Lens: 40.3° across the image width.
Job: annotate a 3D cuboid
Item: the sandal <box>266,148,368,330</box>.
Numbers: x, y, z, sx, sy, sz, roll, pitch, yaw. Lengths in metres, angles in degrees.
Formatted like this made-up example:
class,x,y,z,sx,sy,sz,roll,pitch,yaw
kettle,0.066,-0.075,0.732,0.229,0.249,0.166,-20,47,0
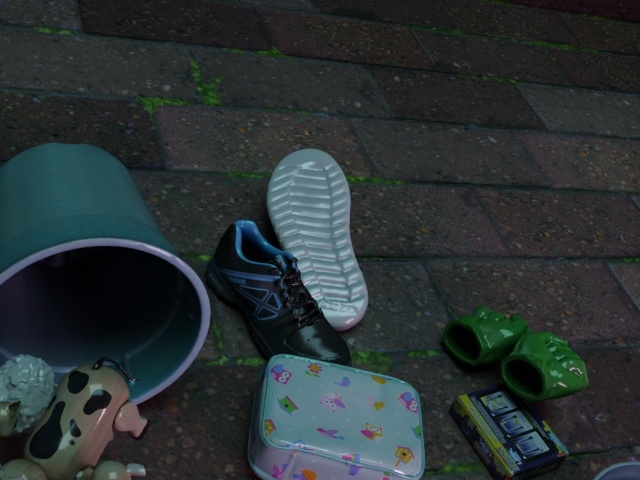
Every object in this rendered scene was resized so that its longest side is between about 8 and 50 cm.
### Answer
class,x,y,z,sx,sy,sz,roll,pitch,yaw
sandal,-0.015,0.001,1.722,0.169,0.102,0.416,-5,58,-9

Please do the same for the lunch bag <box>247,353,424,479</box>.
class,x,y,z,sx,sy,sz,roll,pitch,yaw
lunch bag,0.029,0.298,1.390,0.279,0.108,0.224,16,35,-11

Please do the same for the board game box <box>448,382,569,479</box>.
class,x,y,z,sx,sy,sz,roll,pitch,yaw
board game box,0.330,0.338,1.535,0.141,0.048,0.170,-9,48,-31

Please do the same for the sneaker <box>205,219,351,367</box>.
class,x,y,z,sx,sy,sz,roll,pitch,yaw
sneaker,-0.072,0.107,1.534,0.341,0.140,0.125,42,41,20

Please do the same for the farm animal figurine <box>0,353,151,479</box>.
class,x,y,z,sx,sy,sz,roll,pitch,yaw
farm animal figurine,-0.309,0.291,1.070,0.330,0.172,0.327,2,58,13

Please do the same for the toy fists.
class,x,y,z,sx,sy,sz,roll,pitch,yaw
toy fists,0.366,0.204,1.616,0.142,0.096,0.279,-2,19,-39

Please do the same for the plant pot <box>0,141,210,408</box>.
class,x,y,z,sx,sy,sz,roll,pitch,yaw
plant pot,-0.379,0.037,1.345,0.341,0.341,0.334,-1,36,-26

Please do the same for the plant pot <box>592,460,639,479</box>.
class,x,y,z,sx,sy,sz,roll,pitch,yaw
plant pot,0.480,0.510,1.295,0.293,0.196,0.293,13,40,-11
